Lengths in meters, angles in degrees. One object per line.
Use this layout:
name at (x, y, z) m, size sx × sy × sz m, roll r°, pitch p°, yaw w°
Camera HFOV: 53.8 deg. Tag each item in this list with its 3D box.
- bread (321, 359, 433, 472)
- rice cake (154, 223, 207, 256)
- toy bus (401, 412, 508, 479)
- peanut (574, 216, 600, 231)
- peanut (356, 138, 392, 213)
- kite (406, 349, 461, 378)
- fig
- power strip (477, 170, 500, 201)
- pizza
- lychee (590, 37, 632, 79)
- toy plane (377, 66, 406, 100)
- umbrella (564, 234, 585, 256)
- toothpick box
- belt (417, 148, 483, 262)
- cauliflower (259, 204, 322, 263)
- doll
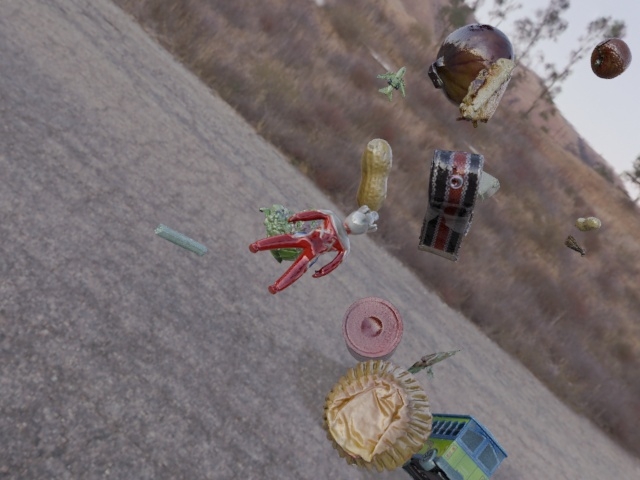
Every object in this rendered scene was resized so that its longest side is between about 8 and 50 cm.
bread at (0.133, 0.413, 1.510) m, size 0.274 × 0.274 × 0.149 m, roll 48°, pitch -11°, yaw 23°
rice cake at (-0.426, 0.000, 1.932) m, size 0.170 × 0.033 × 0.029 m, roll 30°, pitch 32°, yaw -25°
toy bus at (0.339, 0.583, 1.721) m, size 0.152 × 0.190 × 0.312 m, roll 47°, pitch -22°, yaw -2°
peanut at (0.646, -0.039, 1.529) m, size 0.037 × 0.037 × 0.083 m, roll 40°, pitch -9°, yaw -16°
peanut at (0.172, -0.198, 2.022) m, size 0.101 × 0.263 × 0.117 m, roll 12°, pitch 21°, yaw 15°
kite at (0.337, 0.390, 1.964) m, size 0.012 × 0.229 × 0.250 m, roll 62°, pitch 4°, yaw -4°
fig at (0.410, -0.476, 1.714) m, size 0.214 × 0.235 × 0.235 m, roll 24°, pitch 14°, yaw -6°
power strip at (0.475, -0.185, 1.951) m, size 0.175 × 0.075 × 0.042 m, roll 46°, pitch -7°, yaw 45°
pizza at (0.352, -0.315, 1.401) m, size 0.069 × 0.154 × 0.194 m, roll 37°, pitch 46°, yaw 16°
lychee at (0.765, -0.490, 1.674) m, size 0.140 × 0.114 × 0.101 m, roll 17°, pitch 47°, yaw -19°
toy plane at (0.224, -0.478, 1.900) m, size 0.102 × 0.111 × 0.040 m, roll 36°, pitch 3°, yaw -11°
umbrella at (0.593, 0.012, 1.470) m, size 0.020 × 0.031 × 0.083 m, roll 12°, pitch 24°, yaw -11°
toothpick box at (0.180, 0.323, 2.204) m, size 0.204 × 0.204 × 0.333 m, roll 46°, pitch -8°, yaw 14°
belt at (0.243, -0.066, 1.182) m, size 0.094 × 0.126 × 0.359 m, roll 18°, pitch -17°, yaw 13°
cauliflower at (-0.131, -0.053, 2.339) m, size 0.256 × 0.239 × 0.315 m, roll 11°, pitch 34°, yaw -52°
doll at (0.000, 0.000, 1.753) m, size 0.188 × 0.384 × 0.099 m, roll 68°, pitch -17°, yaw -5°
